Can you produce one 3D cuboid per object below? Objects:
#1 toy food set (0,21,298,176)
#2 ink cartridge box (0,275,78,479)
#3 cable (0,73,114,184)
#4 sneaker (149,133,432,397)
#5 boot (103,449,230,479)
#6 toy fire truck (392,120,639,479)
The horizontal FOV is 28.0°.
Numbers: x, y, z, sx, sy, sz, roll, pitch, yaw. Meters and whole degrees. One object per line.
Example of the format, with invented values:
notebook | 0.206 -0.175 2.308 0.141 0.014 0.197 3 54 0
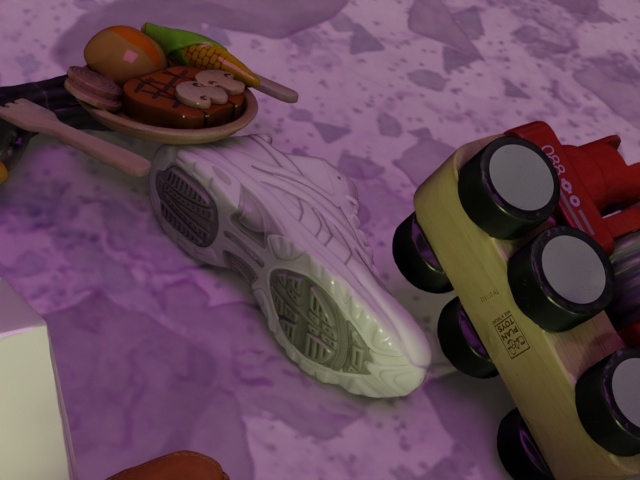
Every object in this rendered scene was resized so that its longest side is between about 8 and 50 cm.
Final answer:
toy food set | -0.105 -0.105 0.843 0.132 0.038 0.192 24 31 21
ink cartridge box | -0.259 0.084 0.615 0.237 0.100 0.172 -14 22 -27
cable | -0.213 -0.071 0.862 0.139 0.072 0.287 28 33 31
sneaker | 0.000 0.000 0.826 0.115 0.090 0.232 -28 64 -38
boot | -0.152 0.213 0.568 0.109 0.283 0.220 49 11 -20
toy fire truck | 0.193 0.028 0.833 0.246 0.158 0.217 -20 75 -31
